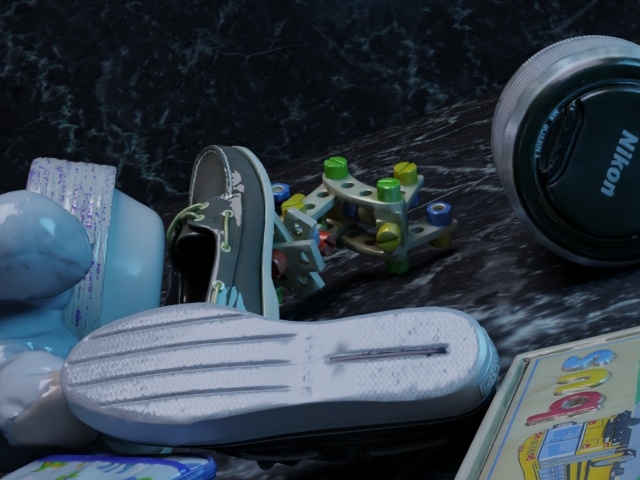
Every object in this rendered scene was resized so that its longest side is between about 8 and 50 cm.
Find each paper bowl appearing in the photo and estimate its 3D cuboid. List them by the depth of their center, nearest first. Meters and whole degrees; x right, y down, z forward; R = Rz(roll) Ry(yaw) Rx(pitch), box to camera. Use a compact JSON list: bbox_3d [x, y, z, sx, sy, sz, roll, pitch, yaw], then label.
[{"bbox_3d":[-0.247,0.060,1.488,0.148,0.284,0.284,7,6,-10],"label":"paper bowl"}]

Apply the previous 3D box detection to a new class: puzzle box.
[{"bbox_3d":[0.214,0.130,0.842,0.272,0.052,0.409,-16,10,20],"label":"puzzle box"}]

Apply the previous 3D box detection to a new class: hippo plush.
[{"bbox_3d":[-0.240,0.085,1.252,0.234,0.236,0.294,6,-19,-11],"label":"hippo plush"}]

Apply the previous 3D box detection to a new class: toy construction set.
[{"bbox_3d":[0.000,0.000,1.661,0.215,0.151,0.328,13,20,29],"label":"toy construction set"}]

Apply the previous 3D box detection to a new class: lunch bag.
[{"bbox_3d":[-0.180,0.216,1.025,0.176,0.090,0.219,-22,10,-43],"label":"lunch bag"}]

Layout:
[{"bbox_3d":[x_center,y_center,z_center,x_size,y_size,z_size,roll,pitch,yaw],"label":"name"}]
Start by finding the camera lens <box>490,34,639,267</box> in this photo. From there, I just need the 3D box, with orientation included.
[{"bbox_3d":[0.292,-0.100,1.466,0.219,0.219,0.274,-18,10,7],"label":"camera lens"}]

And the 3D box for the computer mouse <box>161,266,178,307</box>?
[{"bbox_3d":[-0.145,0.081,1.786,0.188,0.072,0.272,-15,23,14],"label":"computer mouse"}]

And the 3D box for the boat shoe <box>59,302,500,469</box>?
[{"bbox_3d":[-0.030,0.126,1.068,0.335,0.119,0.121,0,47,14],"label":"boat shoe"}]

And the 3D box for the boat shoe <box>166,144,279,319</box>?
[{"bbox_3d":[-0.109,0.012,1.478,0.091,0.305,0.109,18,-44,-30],"label":"boat shoe"}]
